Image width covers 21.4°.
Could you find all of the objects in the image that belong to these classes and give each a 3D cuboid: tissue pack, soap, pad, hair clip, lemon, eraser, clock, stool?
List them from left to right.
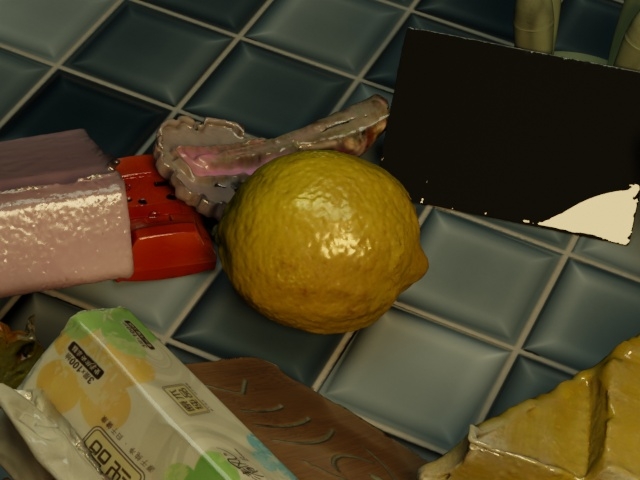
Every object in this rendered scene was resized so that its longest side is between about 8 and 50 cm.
[{"bbox_3d":[-0.388,-0.014,1.715,0.359,0.122,0.272,-9,15,-16],"label":"eraser"},{"bbox_3d":[-0.166,0.186,1.410,0.229,0.159,0.145,43,16,20],"label":"tissue pack"},{"bbox_3d":[-0.187,-0.030,1.865,0.113,0.061,0.155,-8,44,-17],"label":"clock"},{"bbox_3d":[-0.049,-0.098,1.932,0.300,0.069,0.173,-16,47,-27],"label":"hair clip"},{"bbox_3d":[-0.012,0.187,1.577,0.284,0.018,0.286,31,13,23],"label":"pad"},{"bbox_3d":[0.000,0.000,1.759,0.231,0.192,0.192,9,44,6],"label":"lemon"},{"bbox_3d":[0.226,-0.121,1.943,0.300,0.202,0.005,11,1,5],"label":"pad"},{"bbox_3d":[0.316,-0.243,2.028,0.195,0.198,0.195,10,35,7],"label":"stool"},{"bbox_3d":[0.273,0.143,1.646,0.304,0.169,0.338,23,44,-7],"label":"soap"}]

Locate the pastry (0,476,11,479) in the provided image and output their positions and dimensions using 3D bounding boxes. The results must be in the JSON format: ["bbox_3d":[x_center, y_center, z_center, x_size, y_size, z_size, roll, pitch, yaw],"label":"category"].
[{"bbox_3d":[-0.318,0.338,1.380,0.284,0.184,0.315,7,38,-27],"label":"pastry"}]

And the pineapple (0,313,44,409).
[{"bbox_3d":[-0.377,0.107,1.651,0.250,0.139,0.164,-13,46,-15],"label":"pineapple"}]
